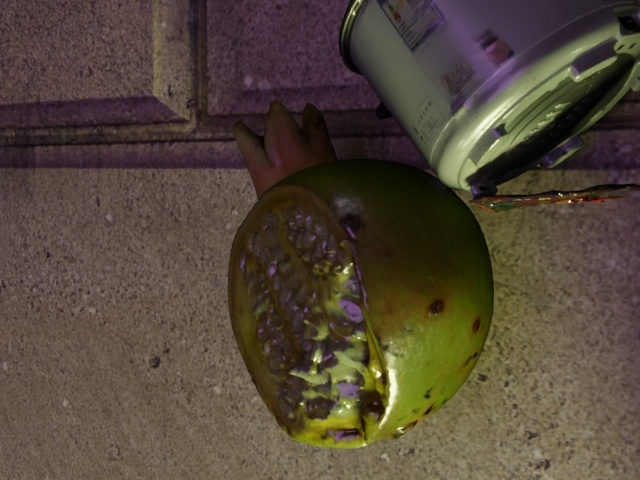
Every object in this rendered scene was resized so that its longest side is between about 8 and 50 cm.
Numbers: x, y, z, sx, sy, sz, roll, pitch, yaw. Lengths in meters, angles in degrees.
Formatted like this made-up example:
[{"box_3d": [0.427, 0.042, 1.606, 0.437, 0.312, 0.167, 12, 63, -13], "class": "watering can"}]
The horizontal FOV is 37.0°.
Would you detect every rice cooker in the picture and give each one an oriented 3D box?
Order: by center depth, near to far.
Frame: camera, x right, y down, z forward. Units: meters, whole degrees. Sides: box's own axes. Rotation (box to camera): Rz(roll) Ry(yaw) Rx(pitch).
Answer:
[{"box_3d": [0.151, -0.186, 0.856, 0.227, 0.241, 0.280, 56, 138, 18], "class": "rice cooker"}]

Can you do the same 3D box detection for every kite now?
[{"box_3d": [0.204, -0.038, 0.872, 0.232, 0.189, 0.009, -8, 85, 61], "class": "kite"}]

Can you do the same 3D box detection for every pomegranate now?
[{"box_3d": [0.041, 0.022, 0.959, 0.310, 0.216, 0.359, -54, 48, 55], "class": "pomegranate"}]
